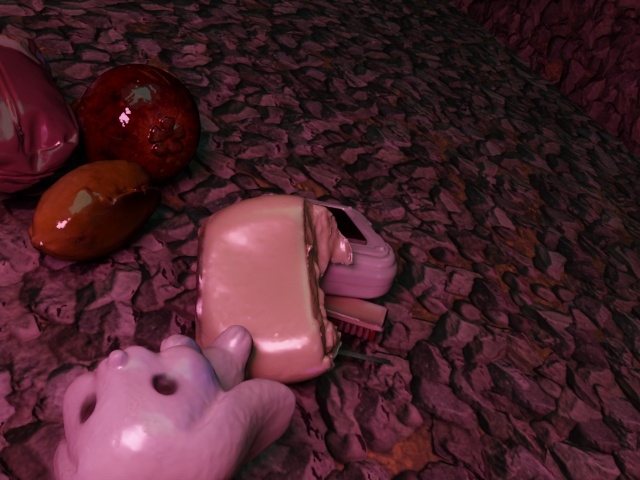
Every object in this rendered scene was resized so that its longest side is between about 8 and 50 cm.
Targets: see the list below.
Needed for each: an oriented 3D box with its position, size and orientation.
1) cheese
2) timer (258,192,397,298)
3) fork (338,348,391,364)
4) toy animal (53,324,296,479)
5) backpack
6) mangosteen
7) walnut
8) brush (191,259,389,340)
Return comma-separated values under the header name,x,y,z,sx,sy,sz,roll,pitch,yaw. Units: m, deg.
name,x,y,z,sx,sy,sz,roll,pitch,yaw
cheese,-0.066,0.067,0.959,0.233,0.127,0.266,-3,73,0
timer,0.000,0.000,1.170,0.236,0.087,0.262,8,24,-23
fork,-0.003,0.168,1.047,0.235,0.021,0.039,16,39,-13
toy animal,-0.172,0.198,0.715,0.289,0.249,0.174,-7,75,-68
backpack,-0.520,-0.194,1.067,0.283,0.197,0.317,-13,55,-43
mangosteen,-0.334,-0.207,1.200,0.257,0.215,0.215,26,29,38
walnut,-0.334,-0.049,1.037,0.137,0.137,0.245,34,44,14
brush,-0.051,0.089,1.106,0.320,0.050,0.060,18,37,5
